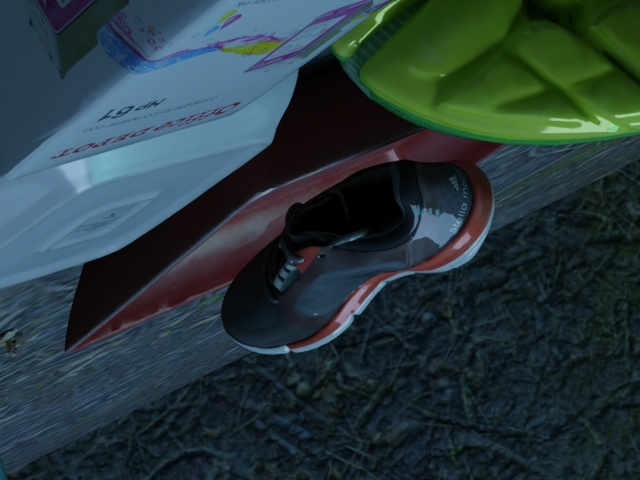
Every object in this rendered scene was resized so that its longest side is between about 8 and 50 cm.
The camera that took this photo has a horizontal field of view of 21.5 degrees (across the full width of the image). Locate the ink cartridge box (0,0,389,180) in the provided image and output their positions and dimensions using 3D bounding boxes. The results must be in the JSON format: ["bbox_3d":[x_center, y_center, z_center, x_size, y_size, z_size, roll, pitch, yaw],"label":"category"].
[{"bbox_3d":[-0.023,-0.068,0.400,0.122,0.052,0.088,-30,174,42],"label":"ink cartridge box"}]

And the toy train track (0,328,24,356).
[{"bbox_3d":[-0.213,0.074,1.033,0.048,0.014,0.083,-31,172,38],"label":"toy train track"}]

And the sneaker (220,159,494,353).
[{"bbox_3d":[0.000,0.000,0.739,0.065,0.061,0.158,17,143,-41],"label":"sneaker"}]

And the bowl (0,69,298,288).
[{"bbox_3d":[-0.080,-0.027,0.523,0.142,0.053,0.142,-32,171,38],"label":"bowl"}]

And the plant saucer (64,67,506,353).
[{"bbox_3d":[0.010,-0.040,0.845,0.258,0.047,0.259,-24,174,-31],"label":"plant saucer"}]

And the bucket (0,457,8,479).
[{"bbox_3d":[-0.246,0.150,0.691,0.281,0.183,0.281,-26,174,-3],"label":"bucket"}]

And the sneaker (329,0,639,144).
[{"bbox_3d":[0.121,-0.091,0.565,0.295,0.109,0.123,-24,170,-32],"label":"sneaker"}]
